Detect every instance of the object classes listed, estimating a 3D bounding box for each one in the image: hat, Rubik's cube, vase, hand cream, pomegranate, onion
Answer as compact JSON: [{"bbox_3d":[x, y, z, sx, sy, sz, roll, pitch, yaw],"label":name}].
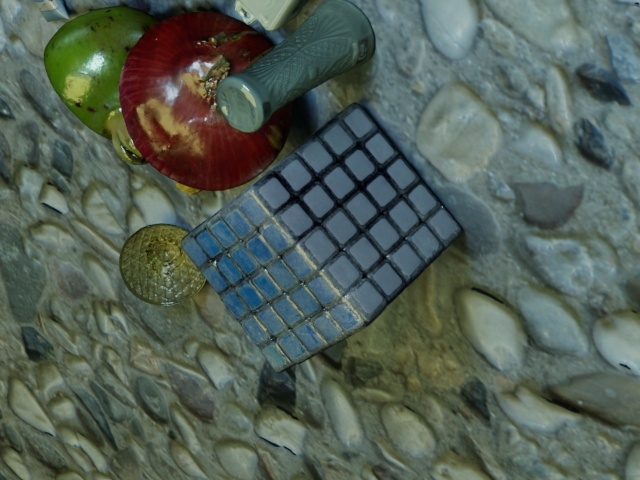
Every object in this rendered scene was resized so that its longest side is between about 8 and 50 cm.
[{"bbox_3d":[-0.251,0.028,2.429,0.146,0.067,0.146,0,113,-1],"label":"hat"},{"bbox_3d":[0.000,0.000,2.000,0.237,0.238,0.237,52,144,-3],"label":"Rubik's cube"},{"bbox_3d":[-0.034,-0.215,1.877,0.096,0.219,0.096,27,137,28],"label":"vase"},{"bbox_3d":[-0.434,-0.409,2.272,0.065,0.043,0.171,5,128,49],"label":"hand cream"},{"bbox_3d":[-0.280,-0.234,2.121,0.159,0.241,0.190,-32,126,18],"label":"pomegranate"},{"bbox_3d":[-0.155,-0.189,2.012,0.248,0.161,0.248,1,95,13],"label":"onion"}]

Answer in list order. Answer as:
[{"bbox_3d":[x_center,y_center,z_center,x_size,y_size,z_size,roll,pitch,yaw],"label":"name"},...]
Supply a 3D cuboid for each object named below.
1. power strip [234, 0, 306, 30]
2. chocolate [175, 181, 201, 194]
[{"bbox_3d":[-0.021,-0.383,1.861,0.098,0.058,0.338,48,143,5],"label":"power strip"},{"bbox_3d":[-0.156,-0.129,2.196,0.086,0.085,0.219,51,146,1],"label":"chocolate"}]
